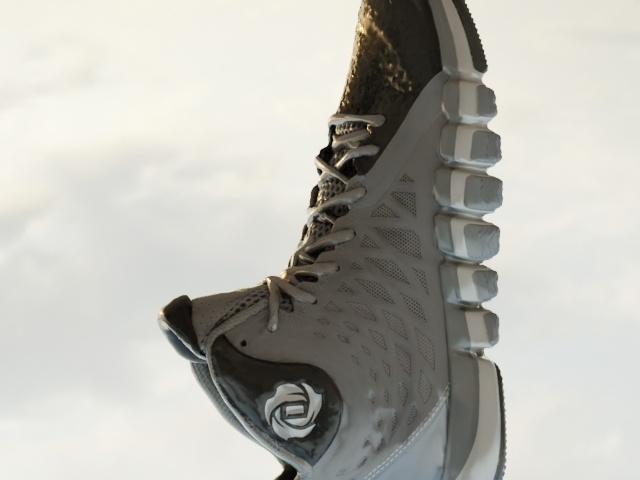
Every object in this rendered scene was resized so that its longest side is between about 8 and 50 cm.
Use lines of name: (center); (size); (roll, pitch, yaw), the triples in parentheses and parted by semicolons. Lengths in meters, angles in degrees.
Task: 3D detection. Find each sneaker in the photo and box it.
sneaker: (0.000, 0.000, 0.562); (0.132, 0.228, 0.086); (-3, 175, -14)
